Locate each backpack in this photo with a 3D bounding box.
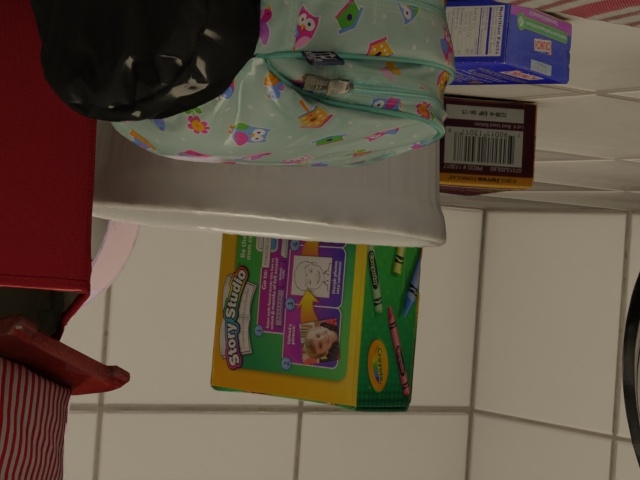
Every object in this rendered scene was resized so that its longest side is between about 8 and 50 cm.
[{"bbox_3d":[-0.023,-0.093,0.702,0.182,0.115,0.152,1,179,-42],"label":"backpack"}]

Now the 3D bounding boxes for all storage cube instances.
[{"bbox_3d":[-0.241,-0.046,0.920,0.215,0.193,0.183,5,164,-16],"label":"storage cube"}]

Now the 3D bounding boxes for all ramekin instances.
[{"bbox_3d":[-0.041,-0.074,1.122,0.277,0.135,0.277,5,177,0],"label":"ramekin"}]

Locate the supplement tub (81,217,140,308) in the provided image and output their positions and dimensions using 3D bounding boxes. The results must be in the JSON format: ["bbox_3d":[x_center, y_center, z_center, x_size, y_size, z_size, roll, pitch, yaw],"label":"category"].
[{"bbox_3d":[-0.293,-0.038,1.418,0.241,0.241,0.331,4,180,0],"label":"supplement tub"}]

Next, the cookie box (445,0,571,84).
[{"bbox_3d":[0.085,-0.118,0.924,0.107,0.040,0.092,4,179,32],"label":"cookie box"}]

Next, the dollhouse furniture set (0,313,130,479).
[{"bbox_3d":[-0.276,0.120,0.815,0.152,0.201,0.374,-8,157,27],"label":"dollhouse furniture set"}]

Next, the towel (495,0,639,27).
[{"bbox_3d":[0.173,-0.124,0.728,0.197,0.029,0.144,7,178,-21],"label":"towel"}]

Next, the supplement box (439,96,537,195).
[{"bbox_3d":[0.127,-0.088,1.465,0.104,0.080,0.188,4,179,-12],"label":"supplement box"}]

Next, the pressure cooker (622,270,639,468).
[{"bbox_3d":[0.414,0.084,1.026,0.420,0.375,0.370,-10,-131,-39],"label":"pressure cooker"}]

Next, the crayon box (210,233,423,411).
[{"bbox_3d":[0.000,0.000,1.314,0.165,0.278,0.081,4,178,40],"label":"crayon box"}]
